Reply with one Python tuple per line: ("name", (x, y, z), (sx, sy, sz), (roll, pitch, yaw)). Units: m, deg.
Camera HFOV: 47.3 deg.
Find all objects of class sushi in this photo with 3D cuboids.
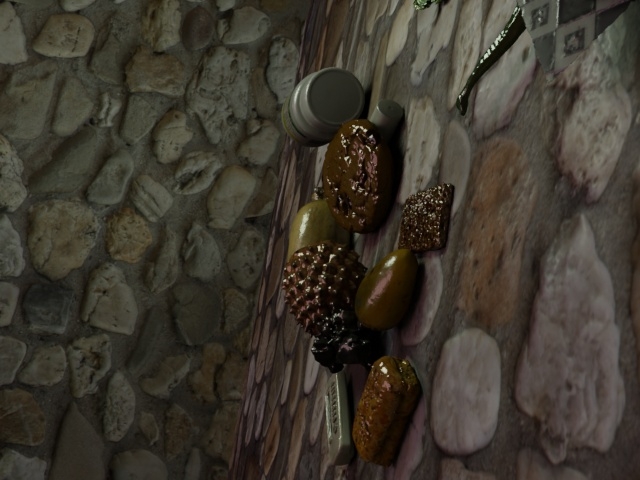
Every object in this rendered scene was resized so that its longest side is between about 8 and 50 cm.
("sushi", (0.315, -0.394, 0.872), (0.292, 0.059, 0.293), (-46, 42, 40))

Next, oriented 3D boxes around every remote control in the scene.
("remote control", (0.046, 0.419, 1.728), (0.230, 0.049, 0.090), (-95, 18, -49))

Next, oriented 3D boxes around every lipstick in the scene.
("lipstick", (0.133, -0.238, 1.838), (0.254, 0.070, 0.070), (114, 162, -48))

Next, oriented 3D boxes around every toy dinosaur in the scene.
("toy dinosaur", (0.323, -0.406, 1.082), (0.301, 0.087, 0.446), (-144, 68, -77))

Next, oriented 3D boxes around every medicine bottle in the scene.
("medicine bottle", (0.006, -0.407, 2.238), (0.340, 0.208, 0.208), (178, 102, -78))

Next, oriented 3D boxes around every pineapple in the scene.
("pineapple", (0.036, 0.177, 1.677), (0.357, 0.223, 0.222), (-109, 30, -46))

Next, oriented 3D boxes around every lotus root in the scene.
("lotus root", (0.000, 0.000, 2.015), (0.151, 0.169, 0.342), (140, 140, -63))

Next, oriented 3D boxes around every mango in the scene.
("mango", (0.136, 0.098, 1.484), (0.137, 0.098, 0.195), (-94, 23, -62))

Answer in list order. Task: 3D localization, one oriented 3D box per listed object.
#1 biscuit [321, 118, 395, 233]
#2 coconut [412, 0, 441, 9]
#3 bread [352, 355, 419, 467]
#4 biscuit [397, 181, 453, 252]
("biscuit", (0.083, -0.152, 1.799), (0.296, 0.075, 0.295), (30, 124, 58))
("coconut", (0.257, -0.578, 1.587), (0.158, 0.055, 0.133), (177, 105, -76))
("bread", (0.121, 0.326, 1.396), (0.114, 0.083, 0.210), (-113, 34, -62))
("biscuit", (0.203, -0.039, 1.455), (0.231, 0.025, 0.130), (156, 123, -76))
